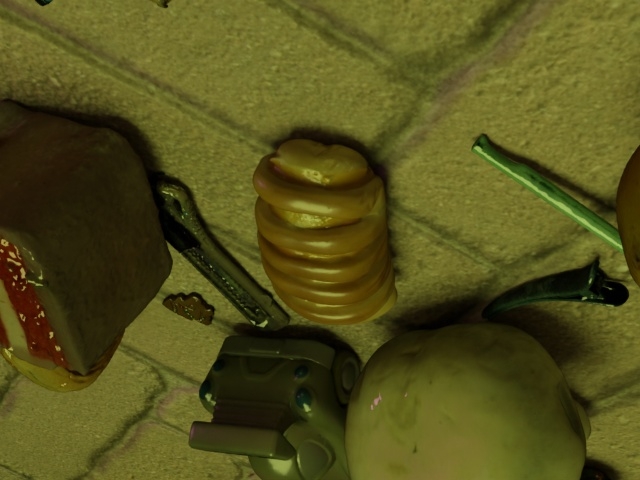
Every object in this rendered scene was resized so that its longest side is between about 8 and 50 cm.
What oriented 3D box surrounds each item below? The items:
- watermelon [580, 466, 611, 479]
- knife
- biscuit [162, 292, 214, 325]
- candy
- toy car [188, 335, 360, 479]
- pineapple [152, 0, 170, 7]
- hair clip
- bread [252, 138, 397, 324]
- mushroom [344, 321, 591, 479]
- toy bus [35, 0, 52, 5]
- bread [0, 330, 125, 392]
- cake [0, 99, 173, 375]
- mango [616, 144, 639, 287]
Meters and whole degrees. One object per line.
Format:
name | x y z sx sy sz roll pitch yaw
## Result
watermelon | 0.434 0.414 1.932 0.133 0.105 0.105 4 152 -16
knife | -0.154 0.034 1.753 0.089 0.043 0.365 -2 142 35
biscuit | -0.212 0.107 1.923 0.092 0.016 0.082 8 147 17
candy | 0.355 0.013 1.382 0.440 0.119 0.119 32 147 -5
toy car | -0.035 0.316 1.936 0.242 0.226 0.336 0 141 31
pineapple | -0.145 -0.319 1.126 0.164 0.139 0.249 -3 138 32
hair clip | 0.285 0.070 1.561 0.070 0.039 0.229 39 149 -26
bread | 0.000 0.000 1.535 0.173 0.121 0.311 11 146 18
mushroom | 0.202 0.256 1.675 0.325 0.353 0.353 41 149 7
toy bus | -0.308 -0.338 1.232 0.106 0.090 0.185 -14 134 40
bread | -0.416 0.128 1.901 0.120 0.198 0.236 4 147 38
cake | -0.367 0.002 1.616 0.237 0.230 0.309 18 143 26
mango | 0.500 -0.023 1.109 0.446 0.232 0.300 -4 137 21
